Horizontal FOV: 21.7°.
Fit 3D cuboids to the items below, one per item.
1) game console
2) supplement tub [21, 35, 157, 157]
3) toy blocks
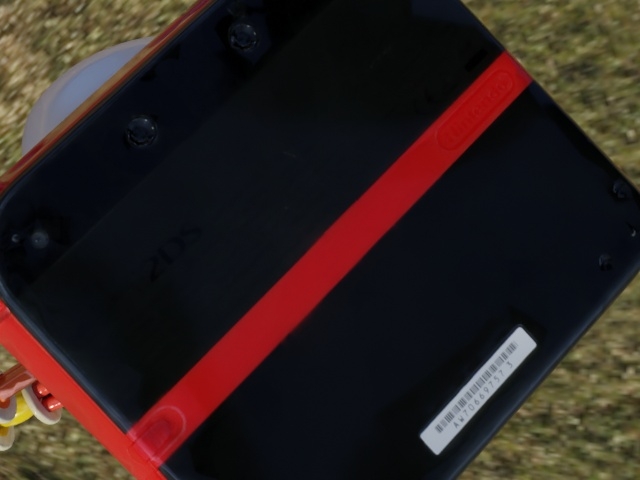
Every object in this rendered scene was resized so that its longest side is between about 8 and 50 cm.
[{"bbox_3d":[0.000,0.000,1.086,0.342,0.060,0.386,47,70,-6],"label":"game console"},{"bbox_3d":[-0.112,0.008,1.424,0.228,0.228,0.316,-29,139,-19],"label":"supplement tub"},{"bbox_3d":[-0.222,0.112,1.320,0.148,0.123,0.054,-29,74,16],"label":"toy blocks"}]
